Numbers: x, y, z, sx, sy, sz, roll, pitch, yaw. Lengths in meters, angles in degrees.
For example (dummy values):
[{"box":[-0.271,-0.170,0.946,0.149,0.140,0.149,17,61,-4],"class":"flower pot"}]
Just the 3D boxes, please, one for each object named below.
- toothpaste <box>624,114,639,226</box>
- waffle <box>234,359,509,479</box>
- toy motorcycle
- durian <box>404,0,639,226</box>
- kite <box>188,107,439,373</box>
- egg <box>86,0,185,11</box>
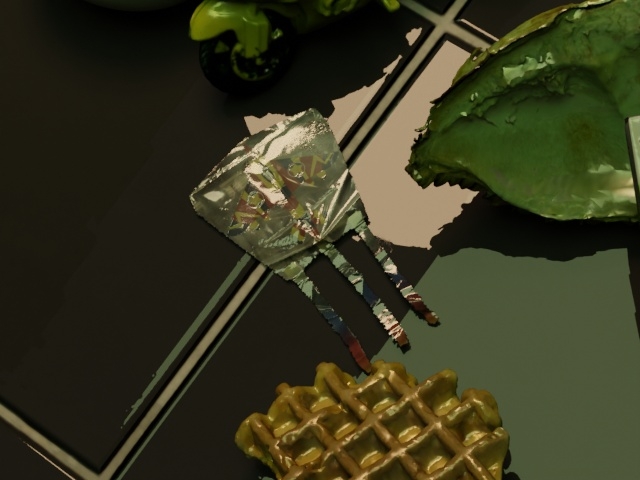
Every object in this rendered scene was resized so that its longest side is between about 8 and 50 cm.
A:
[{"box":[0.296,0.067,1.297,0.081,0.067,0.336,-9,90,8],"class":"toothpaste"},{"box":[0.030,0.203,1.313,0.249,0.056,0.253,10,56,29],"class":"waffle"},{"box":[0.018,-0.278,1.464,0.342,0.206,0.142,-33,51,-4],"class":"toy motorcycle"},{"box":[0.255,-0.112,1.357,0.394,0.198,0.163,-17,70,6],"class":"durian"},{"box":[0.000,-0.001,1.460,0.141,0.015,0.245,-38,68,-2],"class":"kite"},{"box":[-0.179,-0.281,1.518,0.192,0.149,0.149,24,75,-3],"class":"egg"}]
